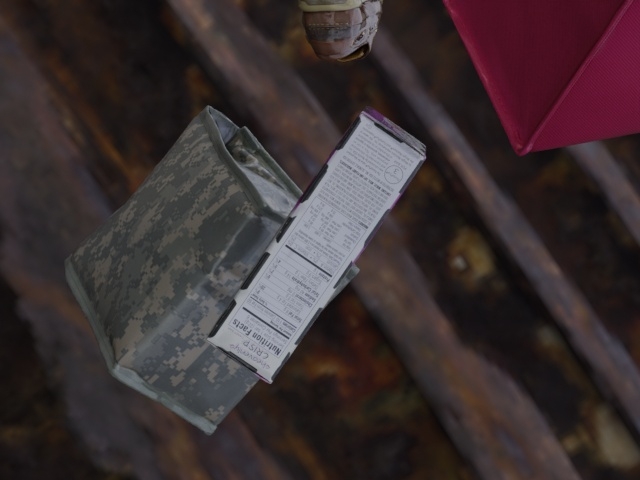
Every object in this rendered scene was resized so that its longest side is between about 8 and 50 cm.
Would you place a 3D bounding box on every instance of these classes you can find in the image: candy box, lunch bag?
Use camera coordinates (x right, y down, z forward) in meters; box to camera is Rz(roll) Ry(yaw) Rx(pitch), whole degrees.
[{"bbox_3d":[0.000,0.000,1.618,0.071,0.233,0.159,35,7,-1],"label":"candy box"},{"bbox_3d":[-0.125,0.015,1.912,0.169,0.235,0.287,36,11,-34],"label":"lunch bag"}]

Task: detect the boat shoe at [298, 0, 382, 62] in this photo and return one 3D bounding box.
[{"bbox_3d":[0.015,-0.177,1.554,0.178,0.064,0.060,-36,124,-78],"label":"boat shoe"}]

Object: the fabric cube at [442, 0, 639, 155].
[{"bbox_3d":[0.230,-0.241,1.219,0.258,0.254,0.259,-11,64,-25],"label":"fabric cube"}]
